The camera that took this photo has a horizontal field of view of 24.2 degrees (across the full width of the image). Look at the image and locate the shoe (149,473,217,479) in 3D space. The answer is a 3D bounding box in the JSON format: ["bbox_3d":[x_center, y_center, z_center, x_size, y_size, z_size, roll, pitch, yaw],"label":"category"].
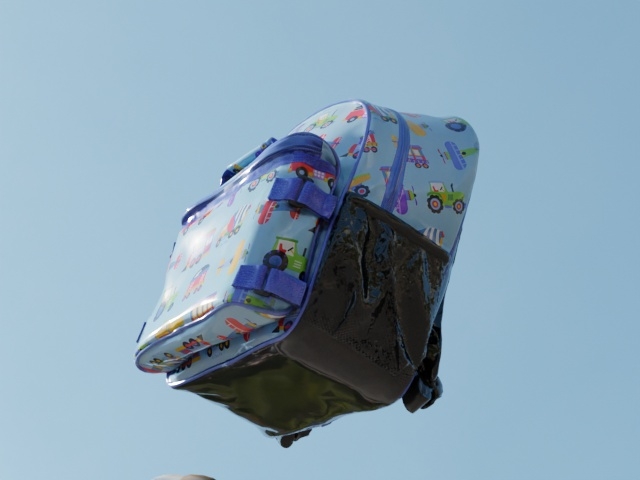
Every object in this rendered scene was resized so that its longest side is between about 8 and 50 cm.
[{"bbox_3d":[-0.083,0.145,0.320,0.058,0.219,0.076,25,-11,4],"label":"shoe"}]

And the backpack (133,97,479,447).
[{"bbox_3d":[0.000,0.000,0.749,0.117,0.173,0.158,30,-28,-21],"label":"backpack"}]
